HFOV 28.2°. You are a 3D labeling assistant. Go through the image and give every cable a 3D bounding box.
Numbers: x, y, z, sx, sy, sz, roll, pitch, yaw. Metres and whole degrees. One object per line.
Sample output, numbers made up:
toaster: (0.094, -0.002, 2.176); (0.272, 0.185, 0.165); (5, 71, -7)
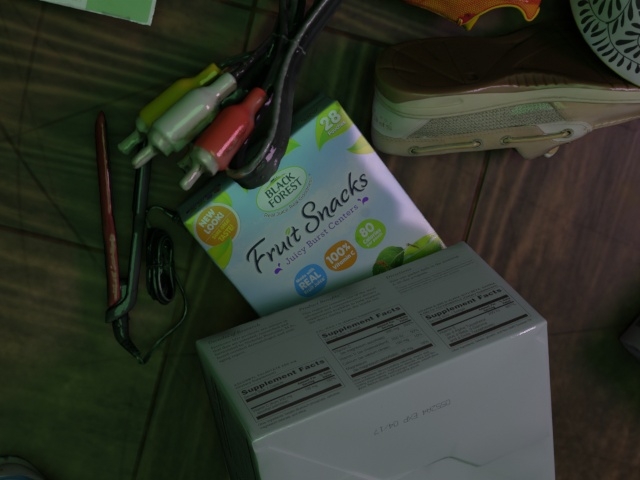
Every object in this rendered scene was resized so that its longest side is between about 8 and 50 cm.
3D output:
cable: (-0.048, -0.157, 1.095); (0.287, 0.139, 0.072); (-54, 141, -6)

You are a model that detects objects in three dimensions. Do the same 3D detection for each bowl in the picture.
bowl: (0.313, -0.220, 1.126); (0.170, 0.080, 0.170); (7, 64, -15)

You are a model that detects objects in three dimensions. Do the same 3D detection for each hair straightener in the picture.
hair straightener: (-0.154, -0.003, 1.154); (0.089, 0.047, 0.230); (-3, 92, -10)

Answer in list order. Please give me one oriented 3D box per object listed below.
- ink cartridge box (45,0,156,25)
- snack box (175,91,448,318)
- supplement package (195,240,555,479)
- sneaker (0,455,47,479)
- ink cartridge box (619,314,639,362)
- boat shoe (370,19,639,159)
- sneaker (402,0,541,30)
ink cartridge box: (-0.245, -0.292, 1.101); (0.235, 0.056, 0.171); (12, 96, -10)
snack box: (0.000, 0.000, 1.156); (0.174, 0.070, 0.207); (-40, 108, -2)
supplement package: (0.052, 0.156, 1.103); (0.262, 0.145, 0.204); (-20, 126, -15)
sneaker: (-0.224, 0.293, 1.163); (0.229, 0.092, 0.087); (39, 89, -12)
ink cartridge box: (0.535, 0.112, 1.250); (0.385, 0.091, 0.308); (41, 90, -10)
boat shoe: (0.193, -0.130, 1.172); (0.302, 0.109, 0.098); (-6, 135, -11)
sneaker: (0.111, -0.222, 1.143); (0.175, 0.064, 0.067); (6, 109, 13)
